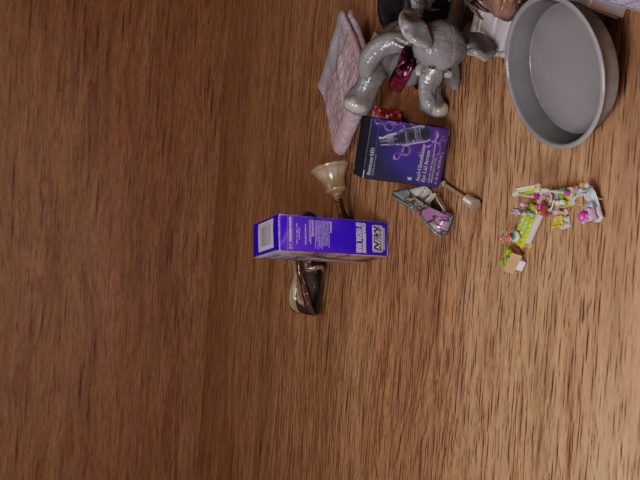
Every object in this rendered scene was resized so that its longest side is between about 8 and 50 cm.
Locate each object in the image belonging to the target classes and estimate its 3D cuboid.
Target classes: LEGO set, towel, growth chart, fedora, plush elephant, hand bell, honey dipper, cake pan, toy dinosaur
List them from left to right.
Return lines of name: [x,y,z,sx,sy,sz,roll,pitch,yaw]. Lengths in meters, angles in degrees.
hand bell: [0.059,-0.114,2.191,0.126,0.126,0.241,-29,74,59]
towel: [0.073,-0.484,2.180,0.331,0.054,0.316,113,149,-53]
fedora: [0.245,-0.616,1.800,0.334,0.153,0.333,-13,75,62]
plush elephant: [0.239,-0.410,1.615,0.255,0.272,0.329,-122,41,-62]
honey dipper: [0.330,-0.115,1.699,0.160,0.031,0.030,-130,50,-57]
toy dinosaur: [0.376,-0.536,1.507,0.200,0.127,0.295,-57,35,40]
growth chart: [0.411,-0.491,1.597,0.237,0.021,0.171,49,129,55]
LEGO set: [0.422,-0.042,1.419,0.287,0.107,0.132,-44,48,53]
cake pan: [0.457,-0.322,1.347,0.293,0.054,0.293,163,90,-74]

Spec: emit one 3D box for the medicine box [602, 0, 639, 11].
medicine box: [0.564,-0.417,0.980,0.263,0.290,0.149,6,92,63]

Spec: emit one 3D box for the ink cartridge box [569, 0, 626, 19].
ink cartridge box: [0.518,-0.540,1.309,0.160,0.093,0.219,49,129,55]

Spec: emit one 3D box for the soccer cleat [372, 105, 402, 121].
soccer cleat: [0.202,-0.294,1.928,0.248,0.083,0.095,51,136,50]

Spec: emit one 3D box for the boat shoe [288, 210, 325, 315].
boat shoe: [-0.028,0.078,2.309,0.123,0.123,0.341,9,95,50]

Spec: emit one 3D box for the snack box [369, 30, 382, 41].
snack box: [0.161,-0.527,2.080,0.141,0.037,0.100,-64,35,39]

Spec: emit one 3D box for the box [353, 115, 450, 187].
box: [0.198,-0.221,1.758,0.108,0.207,0.153,-129,45,-74]

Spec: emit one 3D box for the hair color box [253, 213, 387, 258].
hair color box: [0.000,0.000,1.995,0.185,0.339,0.110,-17,74,62]

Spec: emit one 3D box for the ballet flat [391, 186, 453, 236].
ballet flat: [0.266,-0.092,1.792,0.079,0.077,0.221,-58,39,13]
